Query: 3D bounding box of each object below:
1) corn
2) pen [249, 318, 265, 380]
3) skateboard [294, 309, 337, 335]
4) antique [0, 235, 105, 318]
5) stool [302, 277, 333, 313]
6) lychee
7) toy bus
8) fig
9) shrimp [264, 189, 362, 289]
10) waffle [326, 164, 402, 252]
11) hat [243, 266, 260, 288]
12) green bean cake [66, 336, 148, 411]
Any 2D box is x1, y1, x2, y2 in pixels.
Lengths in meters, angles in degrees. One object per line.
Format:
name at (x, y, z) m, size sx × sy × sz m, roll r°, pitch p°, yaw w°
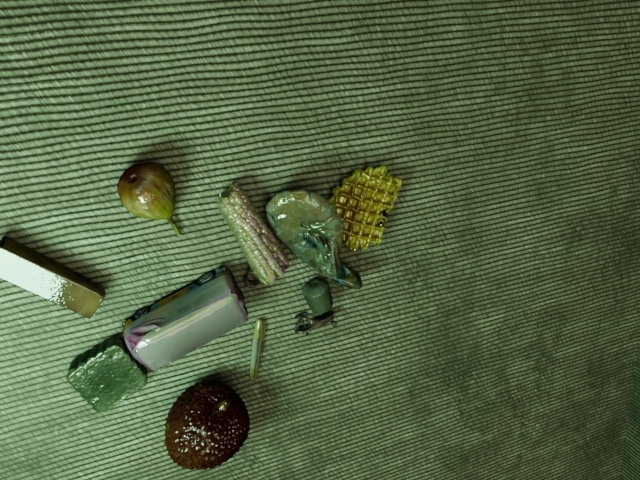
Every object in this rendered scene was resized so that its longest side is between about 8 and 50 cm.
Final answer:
corn at (-0.207, -0.017, 1.673) m, size 0.126 × 0.126 × 0.335 m, roll -31°, pitch 115°, yaw -9°
pen at (-0.218, 0.376, 1.856) m, size 0.040 × 0.032 × 0.234 m, roll -9°, pitch 115°, yaw -43°
skateboard at (-0.023, 0.279, 1.884) m, size 0.151 × 0.067 × 0.080 m, roll -20°, pitch 105°, yaw -9°
antique at (-0.763, 0.108, 1.515) m, size 0.310 × 0.093 × 0.087 m, roll 33°, pitch 94°, yaw -27°
stool at (-0.007, 0.189, 1.837) m, size 0.096 × 0.096 × 0.110 m, roll -27°, pitch 122°, yaw -11°
lychee at (-0.370, 0.595, 1.741) m, size 0.275 × 0.276 × 0.304 m, roll 19°, pitch 126°, yaw -25°
toy bus at (-0.415, 0.248, 1.662) m, size 0.386 × 0.162 × 0.171 m, roll -28°, pitch 117°, yaw -10°
fig at (-0.465, -0.100, 1.550) m, size 0.159 × 0.159 × 0.257 m, roll -32°, pitch 133°, yaw -8°
shrimp at (0.000, 0.000, 1.743) m, size 0.221 × 0.110 × 0.446 m, roll -25°, pitch 124°, yaw 23°
waffle at (0.148, -0.105, 1.813) m, size 0.309 × 0.065 × 0.283 m, roll -30°, pitch 114°, yaw -5°
hat at (-0.221, 0.117, 1.764) m, size 0.058 × 0.042 × 0.087 m, roll 30°, pitch 62°, yaw -30°
green bean cake at (-0.648, 0.407, 1.658) m, size 0.185 × 0.094 × 0.183 m, roll -31°, pitch 115°, yaw -4°
